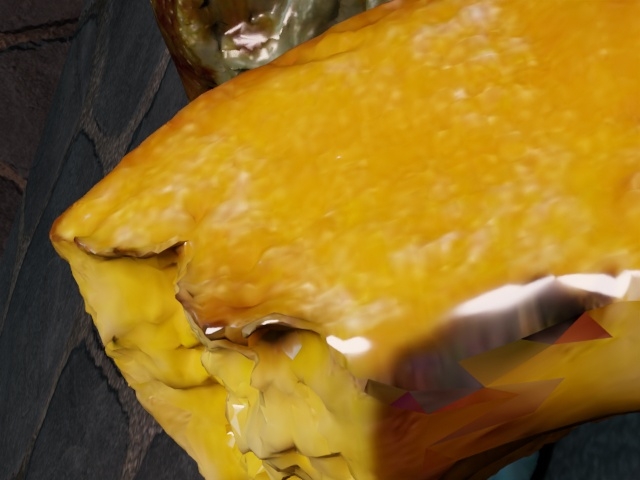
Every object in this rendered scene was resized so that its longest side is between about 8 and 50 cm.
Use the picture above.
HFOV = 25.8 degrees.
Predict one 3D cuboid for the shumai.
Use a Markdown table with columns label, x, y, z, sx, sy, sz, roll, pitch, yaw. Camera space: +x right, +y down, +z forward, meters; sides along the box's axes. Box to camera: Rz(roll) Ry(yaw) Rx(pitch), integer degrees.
| label | x | y | z | sx | sy | sz | roll | pitch | yaw |
| --- | --- | --- | --- | --- | --- | --- | --- | --- | --- |
| shumai | 0.000 | -0.214 | 0.986 | 0.225 | 0.222 | 0.260 | 133 | 152 | -62 |

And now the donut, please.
| label | x | y | z | sx | sy | sz | roll | pitch | yaw |
| --- | --- | --- | --- | --- | --- | --- | --- | --- | --- |
| donut | 0.103 | 0.089 | 0.407 | 0.377 | 0.163 | 0.435 | -18 | 42 | 16 |

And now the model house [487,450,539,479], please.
| label | x | y | z | sx | sy | sz | roll | pitch | yaw |
| --- | --- | --- | --- | --- | --- | --- | --- | --- | --- |
| model house | 0.000 | 0.000 | 0.817 | 0.261 | 0.241 | 0.226 | -141 | 65 | -68 |
